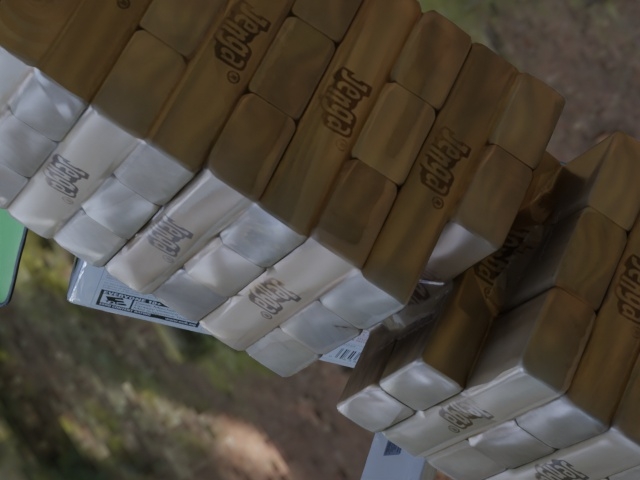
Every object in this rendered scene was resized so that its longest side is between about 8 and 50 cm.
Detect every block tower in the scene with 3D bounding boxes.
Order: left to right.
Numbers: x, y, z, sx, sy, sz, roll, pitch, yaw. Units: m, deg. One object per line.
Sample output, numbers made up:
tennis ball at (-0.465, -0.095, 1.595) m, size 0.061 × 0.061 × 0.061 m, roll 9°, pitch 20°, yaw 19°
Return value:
block tower at (0.038, 0.004, 0.570) m, size 0.335 × 0.097 × 0.091 m, roll 33°, pitch 152°, yaw -11°

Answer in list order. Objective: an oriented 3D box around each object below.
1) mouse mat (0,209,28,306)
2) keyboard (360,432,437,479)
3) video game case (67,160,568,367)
mouse mat at (-0.304, -0.052, 1.628) m, size 0.153 × 0.007 × 0.189 m, roll 33°, pitch 121°, yaw 22°
keyboard at (0.062, 0.137, 1.320) m, size 0.014 × 0.256 × 0.072 m, roll 34°, pitch 151°, yaw -27°
video game case at (0.000, 0.000, 1.121) m, size 0.269 × 0.061 × 0.244 m, roll 13°, pitch 156°, yaw -10°
